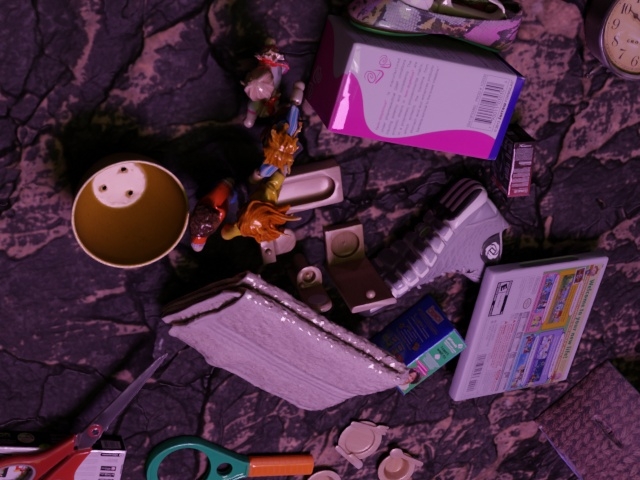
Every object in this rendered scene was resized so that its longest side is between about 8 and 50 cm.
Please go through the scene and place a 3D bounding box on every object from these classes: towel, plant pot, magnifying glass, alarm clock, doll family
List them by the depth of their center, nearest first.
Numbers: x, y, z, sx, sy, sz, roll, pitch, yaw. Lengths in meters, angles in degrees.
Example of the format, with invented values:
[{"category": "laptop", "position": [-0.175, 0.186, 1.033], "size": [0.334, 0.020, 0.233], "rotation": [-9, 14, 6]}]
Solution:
[{"category": "doll family", "position": [-0.060, -0.090, 1.526], "size": [0.118, 0.163, 0.263], "rotation": [22, 103, -2]}, {"category": "plant pot", "position": [-0.227, -0.049, 1.559], "size": [0.134, 0.095, 0.134], "rotation": [-8, 118, -15]}, {"category": "alarm clock", "position": [0.397, -0.284, 1.659], "size": [0.129, 0.064, 0.192], "rotation": [7, 116, -21]}, {"category": "towel", "position": [-0.046, 0.134, 1.678], "size": [0.282, 0.049, 0.187], "rotation": [31, 147, -28]}, {"category": "magnifying glass", "position": [-0.122, 0.305, 1.821], "size": [0.231, 0.026, 0.092], "rotation": [2, 115, -17]}]

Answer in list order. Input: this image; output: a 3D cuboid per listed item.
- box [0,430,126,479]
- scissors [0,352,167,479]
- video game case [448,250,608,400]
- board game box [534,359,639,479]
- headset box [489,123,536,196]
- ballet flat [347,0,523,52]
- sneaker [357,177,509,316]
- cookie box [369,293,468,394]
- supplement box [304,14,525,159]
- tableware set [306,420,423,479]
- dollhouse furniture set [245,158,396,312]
[{"category": "box", "position": [-0.362, 0.303, 1.731], "size": [0.207, 0.036, 0.114], "rotation": [6, 114, -21]}, {"category": "scissors", "position": [-0.291, 0.255, 1.700], "size": [0.297, 0.021, 0.109], "rotation": [-34, 118, -1]}, {"category": "video game case", "position": [0.279, 0.115, 1.816], "size": [0.193, 0.023, 0.212], "rotation": [-7, 126, -29]}, {"category": "board game box", "position": [0.477, 0.352, 1.917], "size": [0.141, 0.232, 0.291], "rotation": [-41, 122, 4]}, {"category": "headset box", "position": [0.242, -0.098, 1.706], "size": [0.032, 0.062, 0.083], "rotation": [-5, 117, -15]}, {"category": "ballet flat", "position": [0.139, -0.274, 1.569], "size": [0.221, 0.077, 0.079], "rotation": [6, 129, -25]}, {"category": "sneaker", "position": [0.155, 0.039, 1.738], "size": [0.228, 0.086, 0.132], "rotation": [-44, 123, 6]}, {"category": "cookie box", "position": [0.127, 0.136, 1.773], "size": [0.107, 0.092, 0.040], "rotation": [-38, 124, 4]}, {"category": "supplement box", "position": [0.108, -0.180, 1.591], "size": [0.220, 0.114, 0.111], "rotation": [8, 114, -23]}, {"category": "tableware set", "position": [0.055, 0.331, 1.892], "size": [0.141, 0.020, 0.169], "rotation": [32, 104, -29]}, {"category": "dollhouse furniture set", "position": [0.000, 0.000, 1.641], "size": [0.144, 0.123, 0.151], "rotation": [-13, 120, -12]}]
